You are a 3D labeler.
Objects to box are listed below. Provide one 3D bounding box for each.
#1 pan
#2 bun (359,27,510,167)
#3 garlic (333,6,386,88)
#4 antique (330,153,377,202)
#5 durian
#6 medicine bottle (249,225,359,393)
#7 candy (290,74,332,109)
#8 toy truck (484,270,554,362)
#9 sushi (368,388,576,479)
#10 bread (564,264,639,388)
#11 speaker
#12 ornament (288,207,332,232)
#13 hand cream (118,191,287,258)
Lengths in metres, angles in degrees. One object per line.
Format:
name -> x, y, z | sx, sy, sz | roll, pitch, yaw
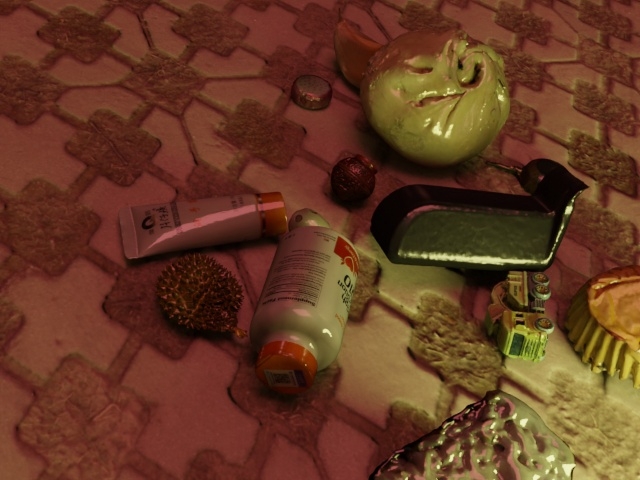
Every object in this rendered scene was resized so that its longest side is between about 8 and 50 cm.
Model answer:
pan -> 0.500, -0.152, 1.863 | 0.202, 0.048, 0.128 | 5, 45, -10
bun -> 0.272, -0.330, 1.810 | 0.362, 0.234, 0.326 | -2, 80, -24
garlic -> 0.119, -0.471, 2.007 | 0.145, 0.164, 0.245 | -32, 53, -17
antique -> 0.069, -0.128, 1.688 | 0.104, 0.104, 0.104 | 8, 44, -7
durian -> -0.200, 0.097, 1.383 | 0.146, 0.102, 0.208 | -24, 59, -41
medicine bottle -> -0.030, 0.119, 1.361 | 0.157, 0.157, 0.288 | 16, 44, 1
candy -> -0.021, -0.363, 1.942 | 0.103, 0.043, 0.103 | 8, 43, -8
toy truck -> 0.372, 0.136, 1.508 | 0.116, 0.085, 0.191 | 7, 40, 6
sushi -> 0.200, 0.381, 1.131 | 0.348, 0.207, 0.234 | -20, 65, -24
bread -> 0.606, 0.144, 1.489 | 0.274, 0.149, 0.274 | -3, 51, 3
speaker -> 0.309, -0.055, 1.583 | 0.388, 0.184, 0.180 | 3, 21, -12
ornament -> 0.000, 0.000, 1.556 | 0.081, 0.075, 0.156 | -7, 44, -45
hand cream -> -0.226, -0.036, 1.530 | 0.314, 0.089, 0.139 | -11, 47, -15
